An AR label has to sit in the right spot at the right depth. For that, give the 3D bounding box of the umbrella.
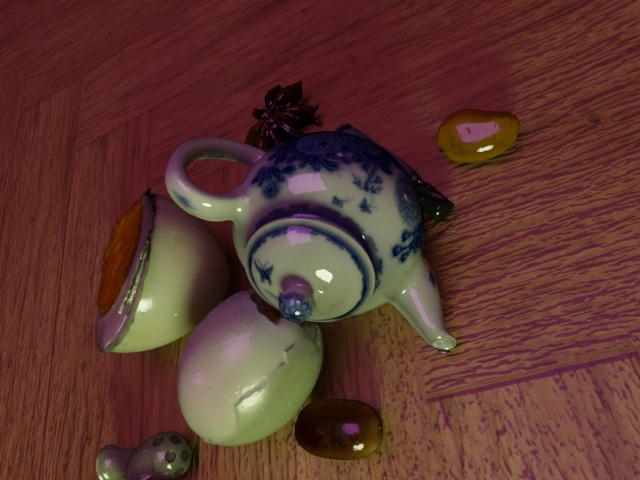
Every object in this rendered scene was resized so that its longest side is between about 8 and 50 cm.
[{"bbox_3d":[0.099,-0.105,0.840,0.053,0.052,0.250,-47,53,4],"label":"umbrella"}]

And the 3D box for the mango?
[{"bbox_3d":[0.220,-0.150,0.781,0.114,0.060,0.080,-8,68,24],"label":"mango"}]

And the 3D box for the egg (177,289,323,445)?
[{"bbox_3d":[-0.103,0.182,0.758,0.183,0.183,0.217,35,97,37],"label":"egg"}]

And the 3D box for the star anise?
[{"bbox_3d":[-0.079,-0.213,0.995,0.167,0.057,0.168,-12,63,25],"label":"star anise"}]

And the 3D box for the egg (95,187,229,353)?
[{"bbox_3d":[-0.261,0.067,0.923,0.286,0.174,0.265,-21,55,51],"label":"egg"}]

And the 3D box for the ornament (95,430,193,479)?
[{"bbox_3d":[-0.267,0.340,0.854,0.156,0.075,0.081,-17,20,25],"label":"ornament"}]

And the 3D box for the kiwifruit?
[{"bbox_3d":[0.024,0.244,0.720,0.124,0.075,0.075,-13,63,31],"label":"kiwifruit"}]

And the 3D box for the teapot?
[{"bbox_3d":[0.000,0.000,0.709,0.252,0.423,0.280,-54,9,38],"label":"teapot"}]
